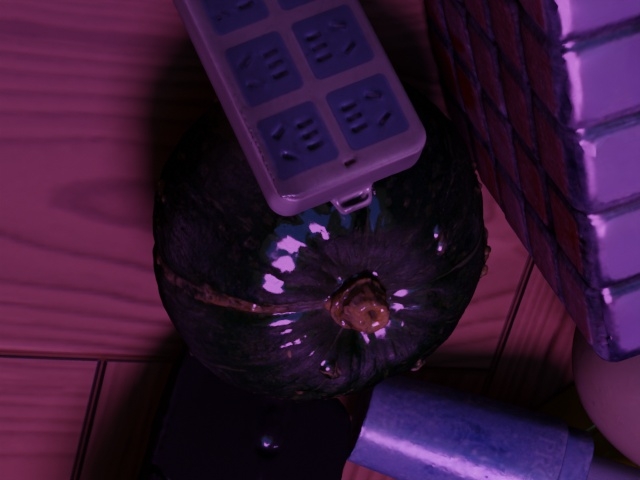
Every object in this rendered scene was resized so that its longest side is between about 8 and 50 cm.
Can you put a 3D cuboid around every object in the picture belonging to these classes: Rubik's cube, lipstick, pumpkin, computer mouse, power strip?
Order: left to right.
[{"bbox_3d":[-0.056,0.162,1.090,0.122,0.073,0.217,27,70,-25],"label":"computer mouse"},{"bbox_3d":[-0.021,-0.103,0.928,0.081,0.192,0.035,-22,167,-14],"label":"power strip"},{"bbox_3d":[0.000,-0.001,1.012,0.190,0.146,0.190,-21,149,-13],"label":"pumpkin"},{"bbox_3d":[0.153,0.146,1.162,0.274,0.061,0.068,18,92,-5],"label":"lipstick"},{"bbox_3d":[0.188,-0.122,0.941,0.237,0.237,0.238,-20,128,-7],"label":"Rubik's cube"}]

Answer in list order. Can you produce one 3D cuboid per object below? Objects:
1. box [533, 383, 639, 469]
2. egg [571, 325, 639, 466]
[{"bbox_3d":[0.178,0.253,1.311,0.187,0.047,0.335,-34,128,5],"label":"box"},{"bbox_3d":[0.266,0.063,1.125,0.241,0.186,0.186,-4,125,-3],"label":"egg"}]
